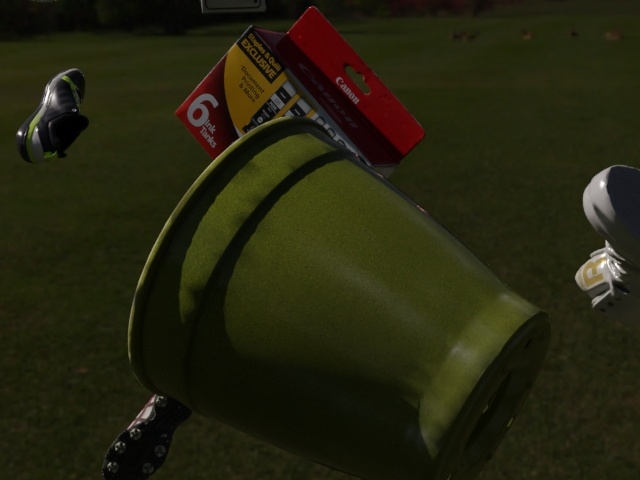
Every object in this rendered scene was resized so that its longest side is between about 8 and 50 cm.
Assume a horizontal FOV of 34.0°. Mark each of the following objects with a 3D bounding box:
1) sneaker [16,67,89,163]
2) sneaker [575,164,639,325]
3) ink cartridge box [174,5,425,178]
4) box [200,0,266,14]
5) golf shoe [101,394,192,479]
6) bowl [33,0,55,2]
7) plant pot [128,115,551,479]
[{"bbox_3d":[-0.441,-0.210,1.829,0.097,0.084,0.234,3,48,15],"label":"sneaker"},{"bbox_3d":[0.334,0.024,1.137,0.293,0.108,0.169,27,-34,-35],"label":"sneaker"},{"bbox_3d":[-0.033,-0.189,1.698,0.309,0.272,0.130,49,22,12],"label":"ink cartridge box"},{"bbox_3d":[-0.133,-0.416,1.495,0.087,0.169,0.290,-3,17,-7],"label":"box"},{"bbox_3d":[-0.338,0.388,2.146,0.105,0.273,0.120,39,-4,-4],"label":"golf shoe"},{"bbox_3d":[-0.361,-0.463,1.313,0.298,0.297,0.134,9,41,36],"label":"bowl"},{"bbox_3d":[0.044,0.103,1.153,0.353,0.366,0.366,31,24,24],"label":"plant pot"}]
